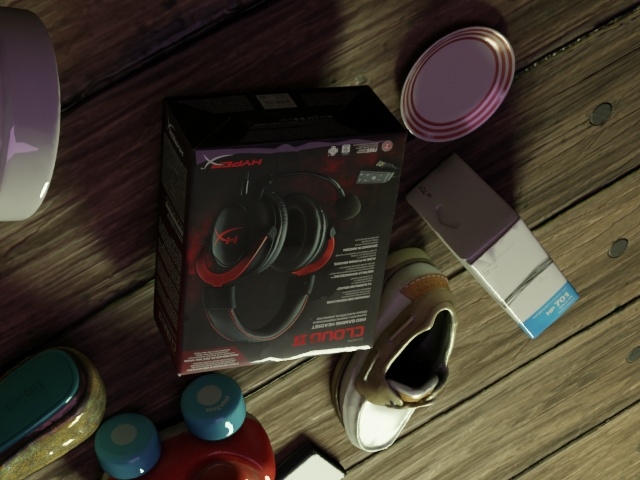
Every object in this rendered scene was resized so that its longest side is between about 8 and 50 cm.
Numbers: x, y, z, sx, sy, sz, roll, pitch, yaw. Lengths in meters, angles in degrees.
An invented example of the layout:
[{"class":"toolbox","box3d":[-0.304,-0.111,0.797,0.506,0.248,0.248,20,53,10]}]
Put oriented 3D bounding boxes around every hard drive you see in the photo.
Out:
[{"class":"hard drive","box3d":[-0.039,0.327,1.688,0.135,0.022,0.094,-40,137,4]}]

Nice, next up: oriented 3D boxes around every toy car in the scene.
[{"class":"toy car","box3d":[-0.123,0.321,1.469,0.210,0.238,0.219,-23,136,-14]}]

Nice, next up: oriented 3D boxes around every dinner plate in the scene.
[{"class":"dinner plate","box3d":[0.144,-0.168,1.377,0.141,0.017,0.141,-19,135,-20]}]

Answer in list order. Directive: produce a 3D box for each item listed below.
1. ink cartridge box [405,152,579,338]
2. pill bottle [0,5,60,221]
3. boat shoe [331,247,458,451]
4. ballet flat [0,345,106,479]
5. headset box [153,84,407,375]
[{"class":"ink cartridge box","box3d":[0.198,0.008,1.475,0.082,0.140,0.191,-41,138,2]},{"class":"pill bottle","box3d":[-0.391,-0.098,0.944,0.362,0.210,0.210,0,126,-33]},{"class":"boat shoe","box3d":[0.091,0.158,1.565,0.113,0.103,0.302,-12,132,-25]},{"class":"ballet flat","box3d":[-0.372,0.234,1.331,0.348,0.123,0.123,-32,138,-5]},{"class":"headset box","box3d":[-0.048,0.002,1.299,0.218,0.110,0.293,-5,125,-20]}]
